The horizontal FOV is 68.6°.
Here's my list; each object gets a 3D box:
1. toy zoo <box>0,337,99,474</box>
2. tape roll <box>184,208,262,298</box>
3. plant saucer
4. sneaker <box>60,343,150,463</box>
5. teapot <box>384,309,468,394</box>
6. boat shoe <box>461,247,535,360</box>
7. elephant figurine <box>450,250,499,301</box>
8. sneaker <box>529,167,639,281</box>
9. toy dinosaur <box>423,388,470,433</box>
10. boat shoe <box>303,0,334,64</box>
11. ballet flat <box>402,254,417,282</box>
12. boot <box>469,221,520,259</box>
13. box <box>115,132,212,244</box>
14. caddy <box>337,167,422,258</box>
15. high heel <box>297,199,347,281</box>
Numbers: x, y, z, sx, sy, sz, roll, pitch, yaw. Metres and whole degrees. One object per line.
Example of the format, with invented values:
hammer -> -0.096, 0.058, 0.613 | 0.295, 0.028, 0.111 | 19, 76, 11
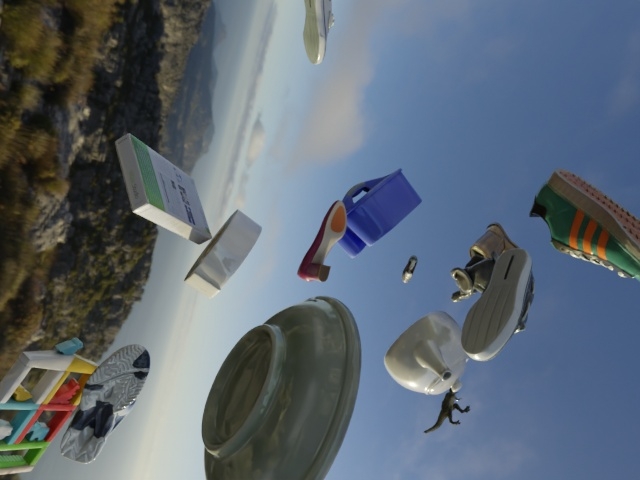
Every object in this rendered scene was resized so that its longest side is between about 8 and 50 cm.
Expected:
toy zoo -> -0.562, 0.324, 0.922 | 0.293, 0.030, 0.192 | -56, 155, -9
tape roll -> -0.307, 0.042, 1.482 | 0.286, 0.100, 0.286 | -48, -165, 17
plant saucer -> -0.099, 0.256, 0.775 | 0.400, 0.100, 0.401 | -44, -153, 29
sneaker -> -0.393, 0.284, 0.898 | 0.235, 0.094, 0.153 | -65, -167, 4
teapot -> 0.312, 0.330, 1.279 | 0.187, 0.256, 0.253 | 48, -44, 27
boat shoe -> 0.449, 0.165, 1.118 | 0.121, 0.119, 0.335 | -9, -145, 52
elephant figurine -> 0.545, 0.136, 1.675 | 0.239, 0.169, 0.186 | 8, -100, 52
sneaker -> 0.513, -0.001, 0.866 | 0.302, 0.108, 0.121 | 62, -39, 41
toy dinosaur -> 0.541, 0.704, 1.944 | 0.118, 0.064, 0.268 | 17, -111, 46
boat shoe -> 0.005, -0.583, 1.239 | 0.083, 0.075, 0.226 | 44, -30, 35
ballet flat -> 0.344, 0.113, 1.812 | 0.041, 0.041, 0.115 | -123, -130, -72
boot -> 0.713, 0.068, 1.900 | 0.089, 0.236, 0.269 | -40, 179, 41
box -> -0.444, -0.136, 1.355 | 0.232, 0.058, 0.322 | 67, 8, 22
caddy -> 0.160, -0.103, 1.503 | 0.341, 0.179, 0.241 | -39, 178, -34
high heel -> 0.000, 0.000, 1.348 | 0.117, 0.082, 0.244 | 6, -97, 50
